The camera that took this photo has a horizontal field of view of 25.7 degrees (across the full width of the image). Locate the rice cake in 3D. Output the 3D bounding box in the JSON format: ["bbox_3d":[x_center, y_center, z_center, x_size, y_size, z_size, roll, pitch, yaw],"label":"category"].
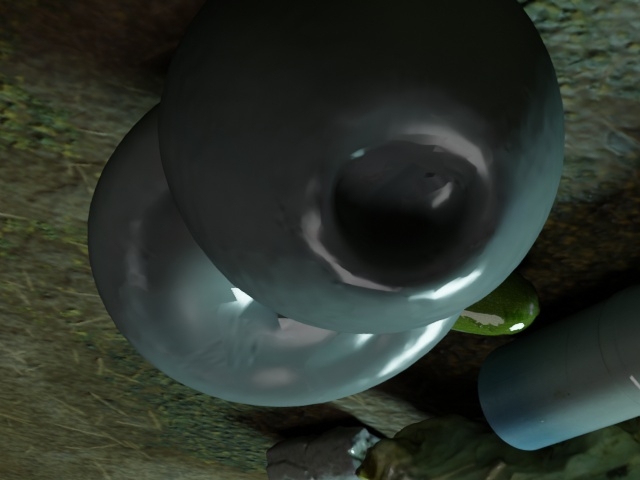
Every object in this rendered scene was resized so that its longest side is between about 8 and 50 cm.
[{"bbox_3d":[0.086,0.239,1.241,0.106,0.050,0.298,-17,142,41],"label":"rice cake"}]

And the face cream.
[{"bbox_3d":[0.202,0.064,0.856,0.077,0.077,0.250,25,147,-25],"label":"face cream"}]

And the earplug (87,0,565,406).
[{"bbox_3d":[0.001,-0.011,0.682,0.214,0.175,0.325,10,153,-13],"label":"earplug"}]

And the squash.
[{"bbox_3d":[0.045,0.028,0.871,0.183,0.052,0.052,5,151,12],"label":"squash"}]

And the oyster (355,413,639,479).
[{"bbox_3d":[0.200,0.177,1.061,0.355,0.107,0.201,11,174,-27],"label":"oyster"}]
